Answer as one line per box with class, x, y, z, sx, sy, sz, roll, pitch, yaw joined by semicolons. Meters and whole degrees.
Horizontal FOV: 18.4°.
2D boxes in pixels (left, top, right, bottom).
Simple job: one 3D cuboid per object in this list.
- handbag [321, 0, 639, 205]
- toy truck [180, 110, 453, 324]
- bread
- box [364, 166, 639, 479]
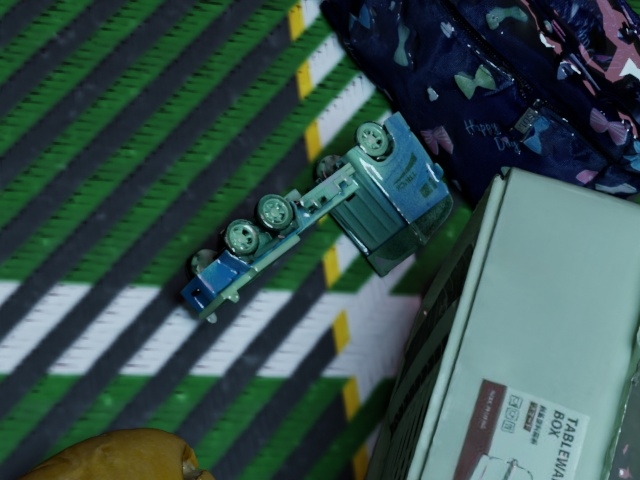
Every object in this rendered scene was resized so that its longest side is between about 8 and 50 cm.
handbag;0.116;-0.122;1.208;0.113;0.162;0.260;-35;83;-33
toy truck;0.000;0.000;1.148;0.175;0.067;0.081;-38;88;-34
bread;-0.119;0.165;1.010;0.114;0.077;0.189;46;58;4
box;0.119;0.120;1.066;0.166;0.220;0.290;21;60;-3
